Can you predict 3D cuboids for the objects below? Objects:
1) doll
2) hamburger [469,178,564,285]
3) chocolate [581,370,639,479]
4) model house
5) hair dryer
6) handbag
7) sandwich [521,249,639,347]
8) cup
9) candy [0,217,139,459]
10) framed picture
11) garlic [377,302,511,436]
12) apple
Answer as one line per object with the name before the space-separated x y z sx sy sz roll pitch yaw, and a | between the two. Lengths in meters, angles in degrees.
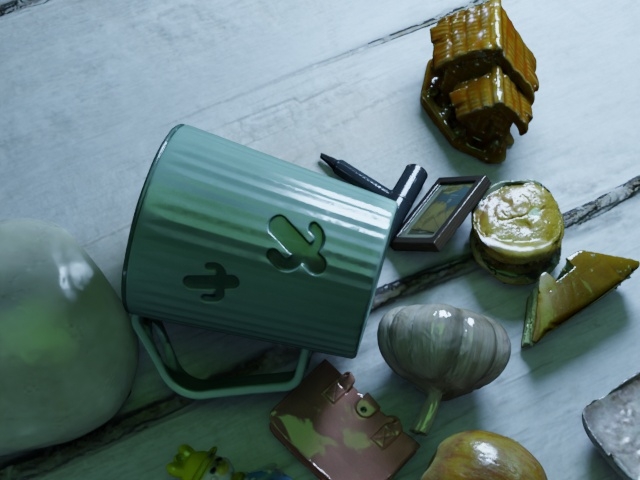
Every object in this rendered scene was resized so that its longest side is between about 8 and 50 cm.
doll | -0.122 0.388 1.802 0.241 0.098 0.135 24 69 6
hamburger | 0.338 -0.017 2.040 0.185 0.113 0.177 36 72 23
chocolate | 0.581 0.293 1.900 0.303 0.100 0.185 -24 57 -18
model house | 0.287 -0.295 2.109 0.220 0.229 0.199 15 57 5
hair dryer | 0.070 -0.089 2.084 0.195 0.050 0.173 22 56 13
handbag | 0.036 0.308 1.874 0.212 0.059 0.157 42 68 17
sandwich | 0.424 0.087 1.998 0.244 0.090 0.088 -33 74 -16
cup | -0.106 0.045 1.864 0.392 0.401 0.310 16 40 4
candy | -0.520 0.157 1.848 0.427 0.186 0.386 -22 71 -10
framed picture | 0.207 -0.048 2.038 0.168 0.128 0.023 -51 117 -23
garlic | 0.192 0.211 1.874 0.219 0.218 0.212 10 79 1
apple | 0.238 0.392 1.762 0.188 0.211 0.211 28 65 5
